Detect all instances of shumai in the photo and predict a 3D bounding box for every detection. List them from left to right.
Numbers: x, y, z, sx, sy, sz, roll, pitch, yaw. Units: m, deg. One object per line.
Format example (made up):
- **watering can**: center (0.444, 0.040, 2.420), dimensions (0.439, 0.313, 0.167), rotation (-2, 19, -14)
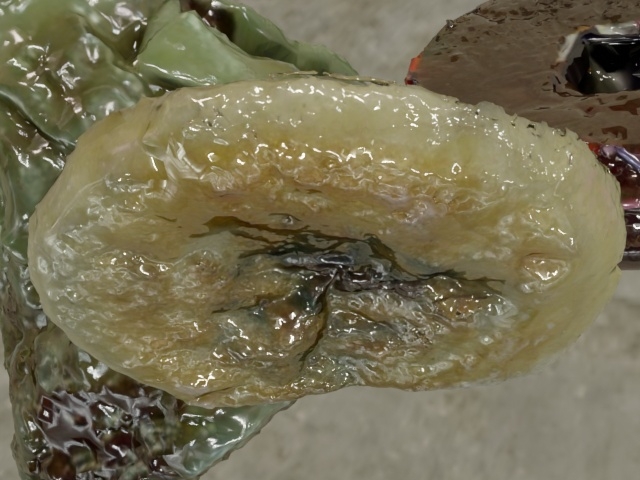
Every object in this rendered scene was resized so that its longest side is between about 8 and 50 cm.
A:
- **shumai**: center (-0.133, -0.031, 1.226), dimensions (0.395, 0.395, 0.348), rotation (-40, 104, 17)

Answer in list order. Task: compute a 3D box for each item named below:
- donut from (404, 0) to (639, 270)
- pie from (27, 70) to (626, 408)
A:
- **donut**: center (0.173, -0.067, 1.010), dimensions (0.269, 0.270, 0.103), rotation (-4, 119, 11)
- **pie**: center (0.000, -0.003, 0.660), dimensions (0.218, 0.052, 0.185), rotation (-5, 143, 10)
